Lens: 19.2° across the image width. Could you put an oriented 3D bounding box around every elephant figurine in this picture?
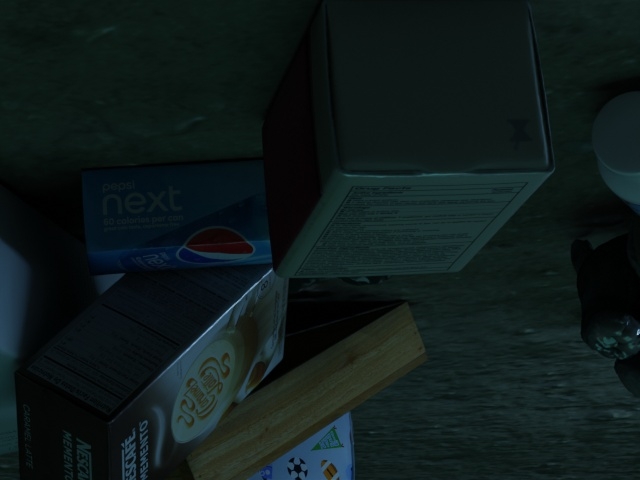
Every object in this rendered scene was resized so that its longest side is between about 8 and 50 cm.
[{"bbox_3d":[0.351,0.021,1.689,0.239,0.186,0.169,-47,180,27],"label":"elephant figurine"}]

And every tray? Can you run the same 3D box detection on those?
[{"bbox_3d":[-0.082,0.175,1.870,0.203,0.076,0.411,-18,-174,35],"label":"tray"}]

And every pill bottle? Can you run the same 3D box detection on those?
[{"bbox_3d":[0.266,-0.062,1.474,0.087,0.087,0.160,-13,161,23],"label":"pill bottle"}]

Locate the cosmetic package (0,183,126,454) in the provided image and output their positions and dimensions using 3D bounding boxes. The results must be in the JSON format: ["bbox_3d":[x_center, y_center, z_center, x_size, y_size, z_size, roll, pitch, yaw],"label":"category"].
[{"bbox_3d":[-0.308,0.075,1.616,0.217,0.156,0.385,-12,163,14],"label":"cosmetic package"}]

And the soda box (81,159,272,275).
[{"bbox_3d":[-0.084,-0.020,1.524,0.210,0.071,0.067,-4,163,-5],"label":"soda box"}]

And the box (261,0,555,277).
[{"bbox_3d":[0.053,-0.066,1.323,0.149,0.126,0.232,-1,162,-13],"label":"box"}]

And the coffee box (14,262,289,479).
[{"bbox_3d":[-0.134,0.103,1.560,0.098,0.246,0.141,26,138,22],"label":"coffee box"}]

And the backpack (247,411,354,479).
[{"bbox_3d":[-0.077,0.290,2.213,0.276,0.263,0.213,3,161,-23],"label":"backpack"}]

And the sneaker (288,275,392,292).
[{"bbox_3d":[0.000,0.000,1.627,0.178,0.072,0.077,5,-150,25],"label":"sneaker"}]
